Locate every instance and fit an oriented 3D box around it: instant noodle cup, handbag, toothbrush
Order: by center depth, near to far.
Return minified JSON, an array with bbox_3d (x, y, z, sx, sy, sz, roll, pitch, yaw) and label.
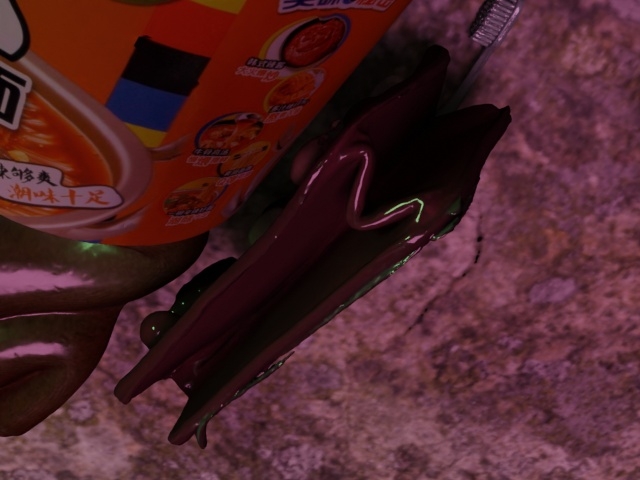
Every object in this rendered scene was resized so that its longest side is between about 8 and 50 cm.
[{"bbox_3d":[-0.075,-0.133,0.467,0.250,0.250,0.192,18,132,-21],"label":"instant noodle cup"},{"bbox_3d":[-0.002,-0.002,0.610,0.074,0.203,0.216,46,120,-2],"label":"handbag"},{"bbox_3d":[0.061,-0.058,0.687,0.019,0.016,0.219,17,125,-19],"label":"toothbrush"}]

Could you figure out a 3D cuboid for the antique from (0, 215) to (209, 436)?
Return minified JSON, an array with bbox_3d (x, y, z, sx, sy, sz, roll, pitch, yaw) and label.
[{"bbox_3d":[-0.170,-0.005,0.625,0.143,0.121,0.257,28,119,-35],"label":"antique"}]
